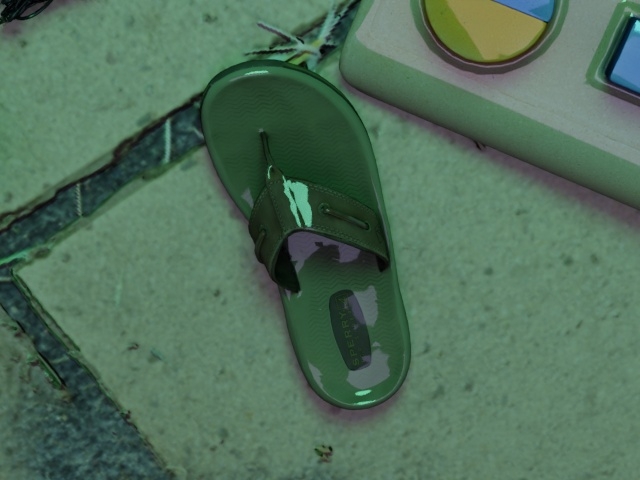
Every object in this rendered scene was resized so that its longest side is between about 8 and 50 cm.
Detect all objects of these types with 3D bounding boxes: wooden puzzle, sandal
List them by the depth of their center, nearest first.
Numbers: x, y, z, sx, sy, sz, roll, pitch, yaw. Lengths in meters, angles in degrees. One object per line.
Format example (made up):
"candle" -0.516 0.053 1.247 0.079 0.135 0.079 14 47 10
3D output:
"wooden puzzle" 0.215 -0.204 1.057 0.322 0.080 0.347 23 108 1
"sandal" 0.002 0.001 1.144 0.120 0.086 0.302 -20 107 7

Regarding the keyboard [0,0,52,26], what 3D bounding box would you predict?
"keyboard" -0.228 -0.210 1.112 0.192 0.038 0.100 -27 83 10
